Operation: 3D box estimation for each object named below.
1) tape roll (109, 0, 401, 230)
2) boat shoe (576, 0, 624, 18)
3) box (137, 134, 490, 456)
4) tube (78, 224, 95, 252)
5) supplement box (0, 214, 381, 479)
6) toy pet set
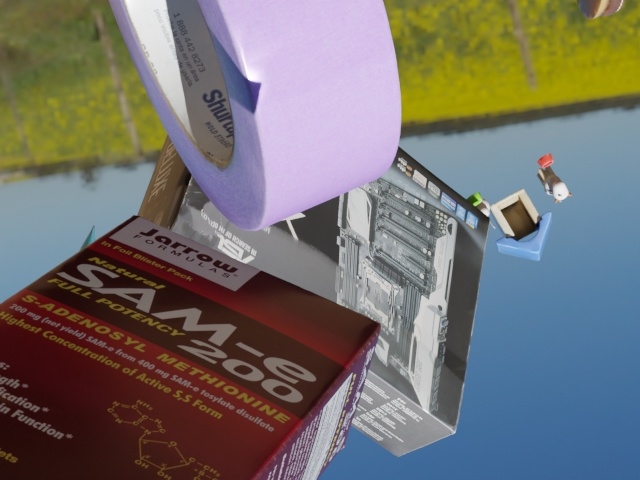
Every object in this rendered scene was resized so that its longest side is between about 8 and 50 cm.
[{"bbox_3d":[-0.056,-0.147,0.864,0.090,0.274,0.275,-25,-172,-15],"label":"tape roll"},{"bbox_3d":[0.274,-0.305,1.300,0.073,0.207,0.073,-12,-149,-18],"label":"boat shoe"},{"bbox_3d":[0.000,0.000,1.194,0.076,0.307,0.242,-31,-148,40],"label":"box"},{"bbox_3d":[-0.158,0.080,0.864,0.052,0.080,0.207,11,-146,-2],"label":"tube"},{"bbox_3d":[-0.079,0.079,0.541,0.130,0.073,0.239,23,-154,12],"label":"supplement box"},{"bbox_3d":[0.185,-0.015,1.370,0.122,0.065,0.114,-29,164,3],"label":"toy pet set"}]
